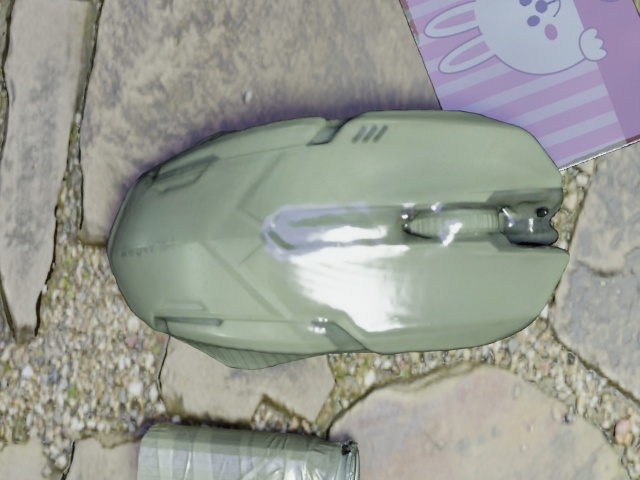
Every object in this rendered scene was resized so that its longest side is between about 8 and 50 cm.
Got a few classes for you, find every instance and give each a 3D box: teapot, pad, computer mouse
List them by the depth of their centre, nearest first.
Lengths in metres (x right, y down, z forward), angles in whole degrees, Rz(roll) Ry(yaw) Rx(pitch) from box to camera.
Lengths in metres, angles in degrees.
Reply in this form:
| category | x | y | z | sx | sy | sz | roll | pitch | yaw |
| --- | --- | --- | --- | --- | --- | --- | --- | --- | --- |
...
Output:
| category | x | y | z | sx | sy | sz | roll | pitch | yaw |
| --- | --- | --- | --- | --- | --- | --- | --- | --- | --- |
| computer mouse | 0.002 | 0.000 | 1.010 | 0.429 | 0.145 | 0.228 | -4 | 86 | 10 |
| pad | 0.184 | -0.209 | 1.047 | 0.202 | 0.005 | 0.300 | -21 | 86 | 9 |
| teapot | -0.064 | 0.231 | 1.053 | 0.200 | 0.077 | 0.107 | 3 | 94 | 10 |
